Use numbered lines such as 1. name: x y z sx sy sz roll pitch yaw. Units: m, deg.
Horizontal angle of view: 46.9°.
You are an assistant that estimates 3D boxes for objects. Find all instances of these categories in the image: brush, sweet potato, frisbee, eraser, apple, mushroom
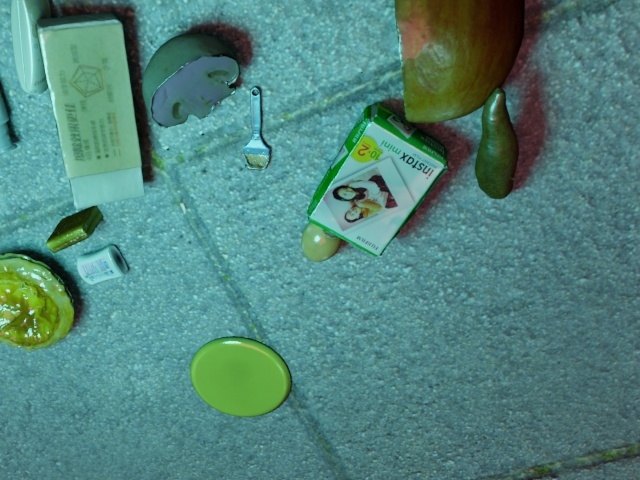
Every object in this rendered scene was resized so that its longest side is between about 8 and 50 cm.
1. brush: -0.121 -0.208 1.384 0.051 0.014 0.164 3 119 4
2. sweet potato: 0.304 -0.156 1.287 0.077 0.077 0.243 -5 142 10
3. frisbee: -0.185 0.317 1.688 0.236 0.017 0.236 3 119 6
4. eraser: -0.412 -0.231 1.342 0.144 0.078 0.343 -12 123 -20
5. apple: 0.204 -0.356 1.196 0.179 0.254 0.346 22 130 46
6. mushroom: -0.236 -0.294 1.295 0.188 0.141 0.117 -31 77 20

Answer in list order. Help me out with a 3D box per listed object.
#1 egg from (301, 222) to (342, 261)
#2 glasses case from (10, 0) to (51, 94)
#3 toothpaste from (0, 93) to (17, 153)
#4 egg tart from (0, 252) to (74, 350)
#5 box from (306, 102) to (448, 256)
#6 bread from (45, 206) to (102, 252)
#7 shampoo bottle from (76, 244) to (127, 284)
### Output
1. egg: 0.000 0.000 1.449 0.080 0.080 0.096 30 127 -10
2. glasses case: -0.511 -0.360 1.310 0.051 0.081 0.204 10 122 4
3. toothpaste: -0.651 -0.306 1.372 0.114 0.073 0.299 -9 111 13
4. egg tart: -0.638 0.125 1.588 0.241 0.106 0.241 2 119 3
5. box: 0.103 -0.110 1.360 0.180 0.103 0.250 28 119 -9
6. bread: -0.499 -0.023 1.494 0.094 0.090 0.035 -21 119 18
7. shampoo bottle: -0.467 0.055 1.560 0.099 0.043 0.072 -17 115 17
